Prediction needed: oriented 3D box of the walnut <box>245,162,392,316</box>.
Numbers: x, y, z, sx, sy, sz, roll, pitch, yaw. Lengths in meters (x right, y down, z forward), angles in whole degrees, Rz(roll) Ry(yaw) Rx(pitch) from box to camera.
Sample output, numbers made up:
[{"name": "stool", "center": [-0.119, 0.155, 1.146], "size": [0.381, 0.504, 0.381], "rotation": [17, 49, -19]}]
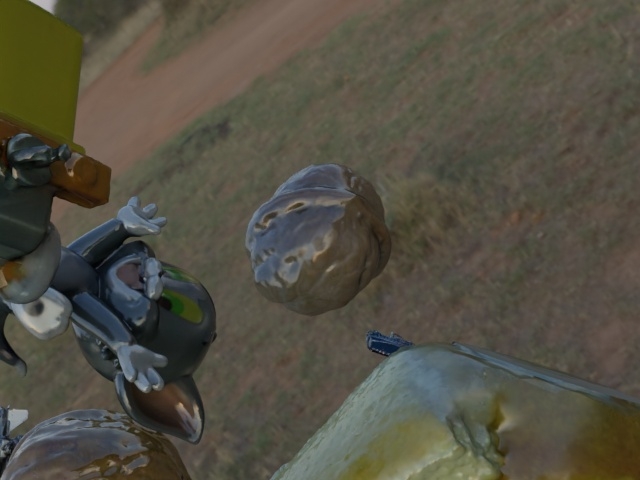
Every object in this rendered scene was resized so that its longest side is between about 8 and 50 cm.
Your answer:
[{"name": "walnut", "center": [0.000, 0.000, 1.417], "size": [0.224, 0.224, 0.224], "rotation": [-37, 18, 14]}]

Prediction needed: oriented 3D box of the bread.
[{"name": "bread", "center": [0.148, 0.226, 0.945], "size": [0.263, 0.395, 0.239], "rotation": [-68, 23, 11]}]

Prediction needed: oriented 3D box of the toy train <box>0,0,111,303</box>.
[{"name": "toy train", "center": [-0.179, -0.034, 0.446], "size": [0.219, 0.089, 0.127], "rotation": [-15, 63, 39]}]

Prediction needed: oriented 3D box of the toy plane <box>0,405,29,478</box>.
[{"name": "toy plane", "center": [-0.584, 0.395, 1.767], "size": [0.082, 0.160, 0.234], "rotation": [108, 167, -61]}]

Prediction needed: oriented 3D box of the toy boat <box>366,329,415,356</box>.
[{"name": "toy boat", "center": [0.107, 0.152, 1.456], "size": [0.038, 0.083, 0.038], "rotation": [16, -90, -85]}]

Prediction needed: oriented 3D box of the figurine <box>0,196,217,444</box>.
[{"name": "figurine", "center": [-0.195, 0.069, 0.847], "size": [0.140, 0.265, 0.193], "rotation": [-58, 41, 36]}]

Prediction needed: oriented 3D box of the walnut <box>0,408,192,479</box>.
[{"name": "walnut", "center": [-0.244, 0.282, 1.082], "size": [0.213, 0.213, 0.213], "rotation": [-37, 18, 14]}]
